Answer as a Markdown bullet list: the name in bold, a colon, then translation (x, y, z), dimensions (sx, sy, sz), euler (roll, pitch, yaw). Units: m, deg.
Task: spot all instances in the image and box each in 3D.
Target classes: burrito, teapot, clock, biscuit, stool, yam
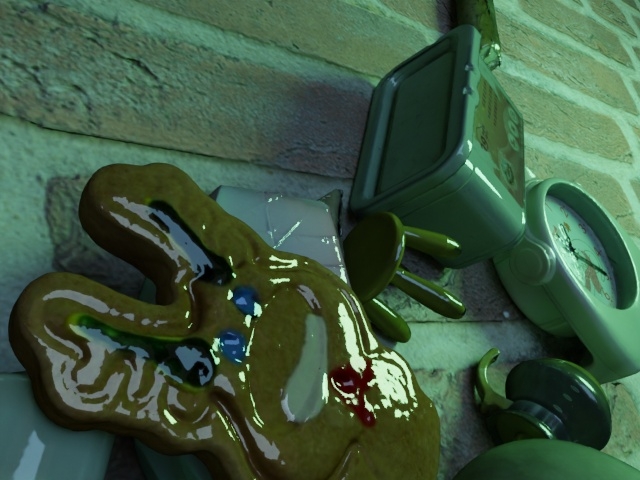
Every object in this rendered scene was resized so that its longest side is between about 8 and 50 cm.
- **burrito**: translation (0.000, 0.000, 0.685), dimensions (0.055, 0.041, 0.149), euler (17, 54, -23)
- **teapot**: translation (0.253, 0.197, 0.731), dimensions (0.119, 0.130, 0.166), euler (-33, 54, -32)
- **clock**: translation (0.373, 0.030, 0.938), dimensions (0.324, 0.108, 0.265), euler (50, 44, -2)
- **biscuit**: translation (-0.035, 0.083, 0.435), dimensions (0.334, 0.047, 0.202), euler (37, 44, -21)
- **stool**: translation (0.086, 0.038, 0.686), dimensions (0.110, 0.135, 0.134), euler (30, 92, -27)
- **yam**: translation (0.306, -0.471, 1.233), dimensions (0.083, 0.083, 0.371), euler (25, 48, -26)

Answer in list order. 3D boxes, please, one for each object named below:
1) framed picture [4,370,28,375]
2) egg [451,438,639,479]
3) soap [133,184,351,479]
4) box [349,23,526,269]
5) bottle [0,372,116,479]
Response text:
- **framed picture**: translation (-0.238, 0.213, 0.362), dimensions (0.192, 0.018, 0.265), euler (-1, 64, -42)
- **egg**: translation (0.238, 0.333, 0.519), dimensions (0.258, 0.258, 0.352), euler (-32, 88, -47)
- **soap**: translation (-0.053, 0.120, 0.515), dimensions (0.193, 0.109, 0.324), euler (6, 61, -38)
- **box**: translation (0.178, -0.119, 0.836), dimensions (0.182, 0.175, 0.312), euler (40, 44, -27)
- **bottle**: translation (-0.188, 0.201, 0.324), dimensions (0.104, 0.104, 0.245), euler (26, 48, -26)
